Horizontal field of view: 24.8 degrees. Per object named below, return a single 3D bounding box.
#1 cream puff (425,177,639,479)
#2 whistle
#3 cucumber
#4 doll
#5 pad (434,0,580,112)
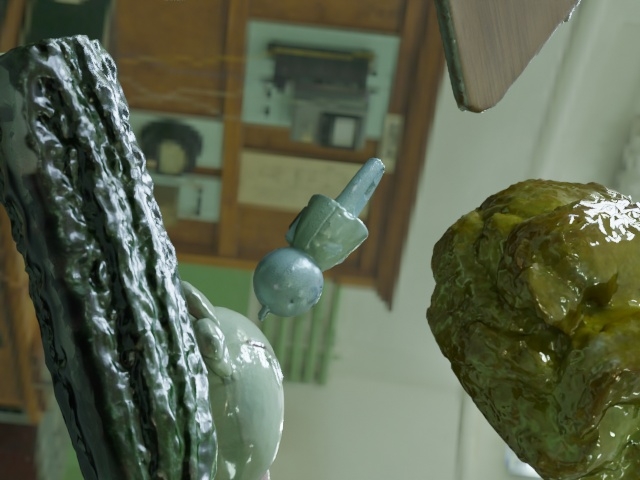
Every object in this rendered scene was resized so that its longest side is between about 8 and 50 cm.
[{"bbox_3d":[0.181,0.070,0.955,0.196,0.244,0.244,-54,-160,37],"label":"cream puff"},{"bbox_3d":[0.000,0.000,0.718,0.100,0.035,0.035,-53,173,-14],"label":"whistle"},{"bbox_3d":[-0.100,0.015,0.657,0.077,0.077,0.265,101,-30,-73],"label":"cucumber"},{"bbox_3d":[-0.080,0.139,1.082,0.155,0.113,0.275,-110,-154,-42],"label":"doll"},{"bbox_3d":[0.133,-0.241,0.733,0.284,0.018,0.286,-51,150,-22],"label":"pad"}]
